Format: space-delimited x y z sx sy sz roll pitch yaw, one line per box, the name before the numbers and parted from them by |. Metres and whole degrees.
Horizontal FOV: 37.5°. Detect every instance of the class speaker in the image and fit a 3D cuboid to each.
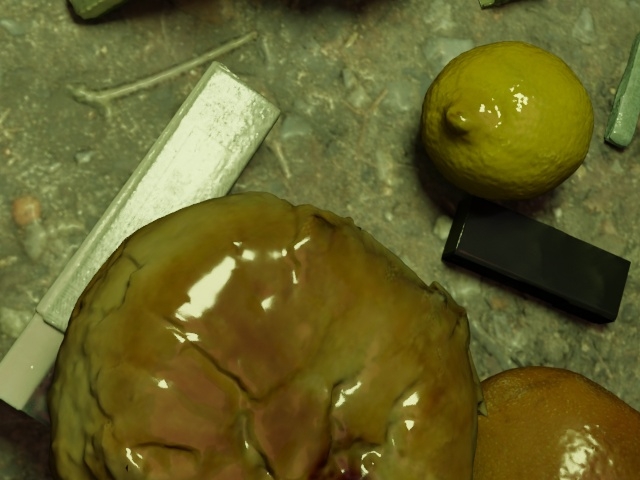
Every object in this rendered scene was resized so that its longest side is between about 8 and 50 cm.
speaker | 0.259 0.025 1.129 0.218 0.044 0.082 21 76 -10

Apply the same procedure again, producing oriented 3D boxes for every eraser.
eraser | -0.188 0.005 0.981 0.096 0.098 0.404 34 74 -8

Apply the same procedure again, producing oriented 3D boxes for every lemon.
lemon | 0.213 -0.135 1.073 0.244 0.186 0.187 0 79 -50

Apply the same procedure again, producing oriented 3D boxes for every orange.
orange | 0.226 0.259 0.977 0.264 0.264 0.264 3 80 -15

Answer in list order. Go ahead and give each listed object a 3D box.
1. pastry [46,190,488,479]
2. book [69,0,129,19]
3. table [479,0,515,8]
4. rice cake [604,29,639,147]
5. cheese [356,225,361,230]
pastry | -0.046 0.153 0.860 0.409 0.245 0.410 3 81 -23
book | -0.156 -0.399 0.960 0.035 0.352 0.239 -1 77 -54
table | 0.237 -0.341 1.176 0.083 0.062 0.079 -17 85 -17
rice cake | 0.403 -0.199 1.214 0.033 0.029 0.171 23 76 -7
cheese | -0.001 0.000 1.064 0.084 0.041 0.060 21 83 -27
